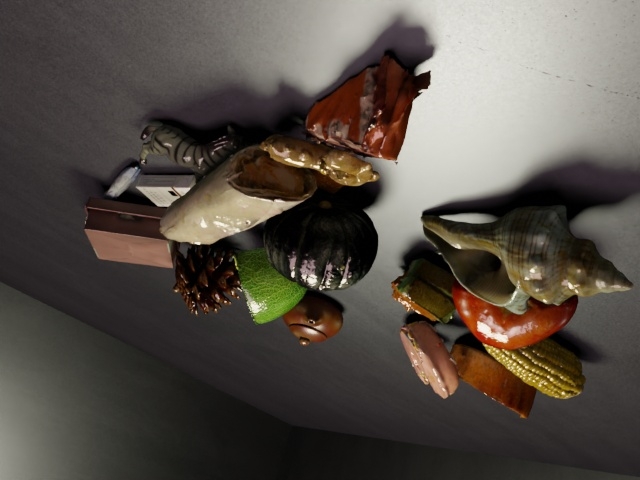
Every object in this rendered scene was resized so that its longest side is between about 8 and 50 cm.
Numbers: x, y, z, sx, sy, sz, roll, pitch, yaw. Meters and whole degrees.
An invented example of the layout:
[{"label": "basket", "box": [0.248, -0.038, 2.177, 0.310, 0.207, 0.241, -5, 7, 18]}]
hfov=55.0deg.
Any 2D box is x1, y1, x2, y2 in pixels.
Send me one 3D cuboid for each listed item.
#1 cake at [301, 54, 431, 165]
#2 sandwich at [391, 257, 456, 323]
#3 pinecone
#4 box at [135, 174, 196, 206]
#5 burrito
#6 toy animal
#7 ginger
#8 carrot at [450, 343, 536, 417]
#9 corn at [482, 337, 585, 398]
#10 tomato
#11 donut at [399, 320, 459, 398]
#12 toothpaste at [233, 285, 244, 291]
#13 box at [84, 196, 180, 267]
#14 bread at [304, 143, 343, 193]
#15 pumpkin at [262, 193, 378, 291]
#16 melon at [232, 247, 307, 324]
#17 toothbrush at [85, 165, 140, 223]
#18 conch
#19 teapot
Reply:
[{"label": "cake", "box": [0.053, -0.168, 0.926, 0.098, 0.135, 0.287, 12, 168, -23]}, {"label": "sandwich", "box": [0.223, 0.101, 1.367, 0.185, 0.109, 0.160, 35, 170, -35]}, {"label": "pinecone", "box": [-0.285, 0.092, 1.585, 0.208, 0.207, 0.207, 15, 154, 7]}, {"label": "box", "box": [-0.320, -0.109, 1.358, 0.155, 0.040, 0.084, 4, 150, 30]}, {"label": "burrito", "box": [-0.160, -0.077, 1.122, 0.299, 0.105, 0.143, -24, 141, 38]}, {"label": "toy animal", "box": [-0.240, -0.170, 1.153, 0.217, 0.073, 0.176, 22, 149, 2]}, {"label": "ginger", "box": [0.002, -0.127, 0.996, 0.176, 0.052, 0.193, 22, -177, -24]}, {"label": "carrot", "box": [0.463, 0.380, 1.689, 0.259, 0.100, 0.307, 32, 173, 10]}, {"label": "corn", "box": [0.523, 0.286, 1.505, 0.347, 0.130, 0.130, 33, 151, -23]}, {"label": "tomato", "box": [0.373, 0.144, 1.211, 0.233, 0.139, 0.200, 12, -166, 20]}, {"label": "donut", "box": [0.289, 0.304, 1.647, 0.199, 0.085, 0.233, 64, 175, -5]}, {"label": "toothpaste", "box": [-0.212, 0.137, 1.792, 0.205, 0.036, 0.056, 10, 155, 26]}, {"label": "box", "box": [-0.470, -0.013, 1.550, 0.215, 0.086, 0.215, 9, 156, -7]}, {"label": "bread", "box": [0.009, -0.128, 1.108, 0.090, 0.035, 0.094, 26, 153, -16]}, {"label": "pumpkin", "box": [0.000, 0.000, 1.173, 0.221, 0.220, 0.161, 13, 116, 11]}, {"label": "melon", "box": [-0.099, 0.116, 1.501, 0.169, 0.129, 0.265, -17, 152, -2]}, {"label": "toothbrush", "box": [-0.506, -0.108, 1.490, 0.035, 0.042, 0.413, 30, 150, -23]}, {"label": "conch", "box": [0.345, 0.029, 1.067, 0.170, 0.203, 0.386, 3, -170, -30]}, {"label": "teapot", "box": [-0.034, 0.244, 1.773, 0.178, 0.135, 0.252, 22, 154, 2]}]
